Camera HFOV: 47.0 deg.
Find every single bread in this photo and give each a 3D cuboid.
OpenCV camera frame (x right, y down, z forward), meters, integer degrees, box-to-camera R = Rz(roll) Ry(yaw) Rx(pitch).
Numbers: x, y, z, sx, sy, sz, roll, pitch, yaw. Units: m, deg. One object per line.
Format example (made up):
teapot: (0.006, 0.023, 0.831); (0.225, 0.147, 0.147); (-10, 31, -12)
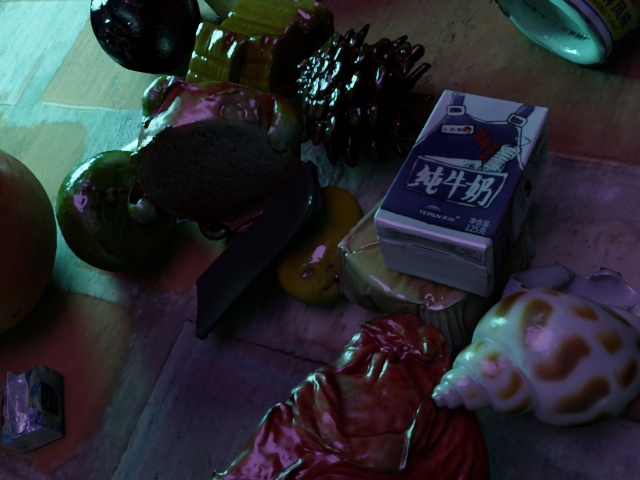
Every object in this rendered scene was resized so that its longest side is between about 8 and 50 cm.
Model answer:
bread: (0.146, 0.022, 0.938); (0.192, 0.109, 0.210); (30, 67, 32)

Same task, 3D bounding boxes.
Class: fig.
fig: (-0.358, -0.041, 1.218); (0.235, 0.203, 0.203); (-9, 56, 48)

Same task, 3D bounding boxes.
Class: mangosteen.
mangosteen: (-0.321, -0.432, 1.407); (0.216, 0.216, 0.216); (-13, 58, 21)

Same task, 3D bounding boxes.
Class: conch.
conch: (0.249, 0.118, 0.788); (0.183, 0.275, 0.148); (-140, 56, -61)

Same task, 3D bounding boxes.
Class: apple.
apple: (-0.630, 0.008, 1.222); (0.364, 0.364, 0.363); (-13, 58, 21)

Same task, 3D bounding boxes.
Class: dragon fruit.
dragon fruit: (-0.160, -0.122, 1.108); (0.296, 0.268, 0.130); (-20, 43, 7)
dragon fruit: (0.032, 0.231, 0.820); (0.240, 0.303, 0.329); (-9, 62, 63)

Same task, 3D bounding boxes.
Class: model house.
model house: (-0.106, -0.281, 1.205); (0.200, 0.219, 0.229); (30, 79, 26)

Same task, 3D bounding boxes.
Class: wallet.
wallet: (-0.093, 0.011, 1.053); (0.285, 0.030, 0.146); (-46, 24, 23)

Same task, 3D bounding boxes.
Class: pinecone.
pinecone: (0.066, -0.209, 1.082); (0.202, 0.202, 0.228); (-3, 37, 0)

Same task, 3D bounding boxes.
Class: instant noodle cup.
instant noodle cup: (0.401, -0.417, 0.994); (0.312, 0.284, 0.284); (-52, 52, 3)

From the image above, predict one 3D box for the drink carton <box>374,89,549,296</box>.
drink carton: (0.172, -0.061, 0.863); (0.134, 0.101, 0.222); (15, 59, 27)

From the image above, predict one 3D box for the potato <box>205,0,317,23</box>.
potato: (-0.156, -0.528, 1.369); (0.242, 0.242, 0.285); (-42, 55, 1)

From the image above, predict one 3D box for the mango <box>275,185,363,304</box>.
mango: (0.000, 0.000, 1.049); (0.137, 0.098, 0.195); (-24, 45, 30)

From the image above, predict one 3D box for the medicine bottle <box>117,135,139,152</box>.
medicine bottle: (-0.313, -0.138, 1.301); (0.184, 0.086, 0.086); (-30, 53, 9)

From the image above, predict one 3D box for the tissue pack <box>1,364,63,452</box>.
tissue pack: (-0.460, 0.260, 1.152); (0.085, 0.079, 0.111); (-25, 54, 13)
